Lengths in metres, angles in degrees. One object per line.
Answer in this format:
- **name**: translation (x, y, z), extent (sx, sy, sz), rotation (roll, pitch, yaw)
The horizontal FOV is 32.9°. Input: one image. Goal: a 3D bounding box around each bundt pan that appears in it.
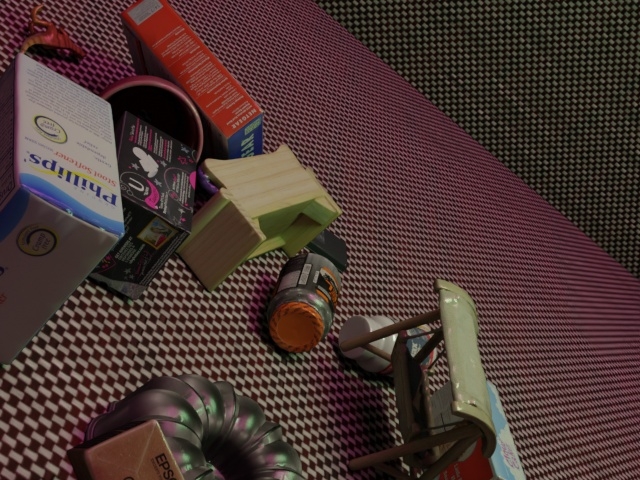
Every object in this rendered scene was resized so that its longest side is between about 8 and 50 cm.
- **bundt pan**: translation (-0.141, 0.306, 1.408), extent (0.331, 0.124, 0.331), rotation (35, 26, -20)

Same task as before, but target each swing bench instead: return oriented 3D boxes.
- **swing bench**: translation (0.180, 0.247, 1.802), extent (0.165, 0.255, 0.253), rotation (29, 41, -32)

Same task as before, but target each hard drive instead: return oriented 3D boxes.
- **hard drive**: translation (0.000, 0.000, 2.251), extent (0.135, 0.022, 0.094), rotation (35, 25, -21)

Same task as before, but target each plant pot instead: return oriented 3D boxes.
- **plant pot**: translation (-0.308, -0.194, 1.878), extent (0.201, 0.201, 0.180), rotation (37, 9, -19)

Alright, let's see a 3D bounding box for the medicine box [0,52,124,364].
- **medicine box**: translation (-0.391, -0.041, 1.379), extent (0.149, 0.263, 0.289), rotation (28, 29, -34)

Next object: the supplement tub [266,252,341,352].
- **supplement tub**: translation (-0.030, 0.111, 1.908), extent (0.117, 0.117, 0.190), rotation (40, 25, -12)

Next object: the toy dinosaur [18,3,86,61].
- **toy dinosaur**: translation (-0.502, -0.371, 1.981), extent (0.112, 0.064, 0.211), rotation (52, 25, 12)

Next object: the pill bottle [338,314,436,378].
- **pill bottle**: translation (0.123, 0.199, 2.025), extent (0.180, 0.108, 0.108), rotation (21, 34, -42)

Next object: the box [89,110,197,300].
- **box**: translation (-0.297, -0.058, 1.687), extent (0.142, 0.163, 0.247), rotation (31, 27, -22)

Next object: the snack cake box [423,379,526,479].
- **snack cake box**: translation (0.260, 0.374, 1.912), extent (0.089, 0.152, 0.264), rotation (33, 27, -27)

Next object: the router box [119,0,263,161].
- **router box**: translation (-0.231, -0.263, 2.012), extent (0.301, 0.082, 0.335), rotation (49, -12, 9)

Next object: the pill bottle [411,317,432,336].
- **pill bottle**: translation (0.196, 0.208, 2.184), extent (0.065, 0.065, 0.116), rotation (36, 25, -20)

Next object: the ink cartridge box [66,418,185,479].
- **ink cartridge box**: translation (-0.181, 0.315, 1.164), extent (0.088, 0.193, 0.234), rotation (-24, 89, -20)

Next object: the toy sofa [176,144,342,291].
- **toy sofa**: translation (-0.126, -0.049, 1.964), extent (0.177, 0.150, 0.362), rotation (51, 24, 8)
